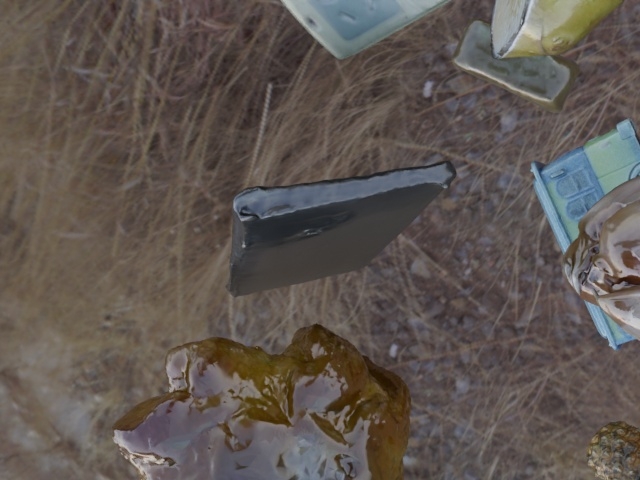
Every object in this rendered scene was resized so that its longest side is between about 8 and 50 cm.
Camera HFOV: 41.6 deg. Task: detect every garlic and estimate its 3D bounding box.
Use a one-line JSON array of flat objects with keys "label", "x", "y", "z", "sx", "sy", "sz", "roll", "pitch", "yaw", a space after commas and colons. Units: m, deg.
[{"label": "garlic", "x": 0.343, "y": 0.006, "z": 0.829, "sx": 0.191, "sy": 0.214, "sz": 0.160, "roll": 18, "pitch": 115, "yaw": 0}]

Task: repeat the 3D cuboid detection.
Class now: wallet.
[{"label": "wallet", "x": 0.000, "y": -0.001, "z": 0.651, "sx": 0.146, "sy": 0.285, "sz": 0.030, "roll": -14, "pitch": 79, "yaw": -11}]

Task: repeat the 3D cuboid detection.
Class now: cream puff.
[{"label": "cream puff", "x": -0.031, "y": 0.194, "z": 0.697, "sx": 0.241, "sy": 0.155, "sz": 0.269, "roll": -16, "pitch": 106, "yaw": -4}]

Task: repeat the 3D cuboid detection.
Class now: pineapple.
[{"label": "pineapple", "x": 0.606, "y": 0.436, "z": 1.530, "sx": 0.248, "sy": 0.128, "sz": 0.128, "roll": 39, "pitch": 132, "yaw": 53}]

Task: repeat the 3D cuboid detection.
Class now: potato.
[{"label": "potato", "x": 0.392, "y": -0.409, "z": 1.312, "sx": 0.196, "sy": 0.246, "sz": 0.299, "roll": 11, "pitch": 128, "yaw": -2}]

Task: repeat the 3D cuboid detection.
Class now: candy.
[{"label": "candy", "x": 0.370, "y": -0.335, "z": 1.599, "sx": 0.234, "sy": 0.102, "sz": 0.104, "roll": 27, "pitch": 103, "yaw": 8}]

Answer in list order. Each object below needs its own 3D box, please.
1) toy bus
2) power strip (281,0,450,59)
[{"label": "toy bus", "x": 0.466, "y": -0.011, "z": 1.287, "sx": 0.190, "sy": 0.152, "sz": 0.312, "roll": -25, "pitch": 82, "yaw": 23}, {"label": "power strip", "x": 0.079, "y": -0.188, "z": 0.484, "sx": 0.272, "sy": 0.052, "sz": 0.078, "roll": -22, "pitch": 128, "yaw": 39}]
